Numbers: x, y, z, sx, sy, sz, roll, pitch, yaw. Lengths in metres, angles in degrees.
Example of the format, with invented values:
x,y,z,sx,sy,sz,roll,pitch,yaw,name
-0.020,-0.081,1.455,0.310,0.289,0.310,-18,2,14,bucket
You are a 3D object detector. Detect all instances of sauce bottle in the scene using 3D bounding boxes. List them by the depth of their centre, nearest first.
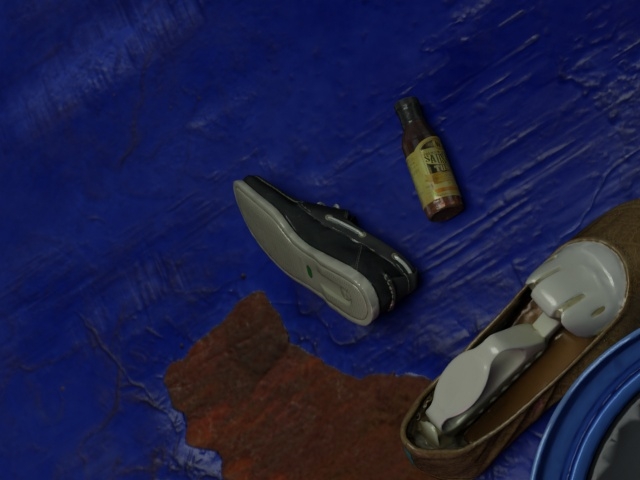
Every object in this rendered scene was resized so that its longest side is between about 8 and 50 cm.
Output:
x,y,z,sx,sy,sz,roll,pitch,yaw,name
0.104,-0.082,1.914,0.042,0.042,0.128,-27,70,21,sauce bottle

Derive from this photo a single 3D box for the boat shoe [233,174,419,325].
x,y,z,sx,sy,sz,roll,pitch,yaw,name
0.000,0.000,1.946,0.079,0.084,0.233,-35,51,-25,boat shoe

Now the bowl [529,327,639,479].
x,y,z,sx,sy,sz,roll,pitch,yaw,name
0.373,0.250,1.687,0.391,0.077,0.391,-6,78,27,bowl

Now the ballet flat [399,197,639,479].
x,y,z,sx,sy,sz,roll,pitch,yaw,name
0.196,0.090,1.784,0.342,0.124,0.116,-44,64,13,ballet flat
